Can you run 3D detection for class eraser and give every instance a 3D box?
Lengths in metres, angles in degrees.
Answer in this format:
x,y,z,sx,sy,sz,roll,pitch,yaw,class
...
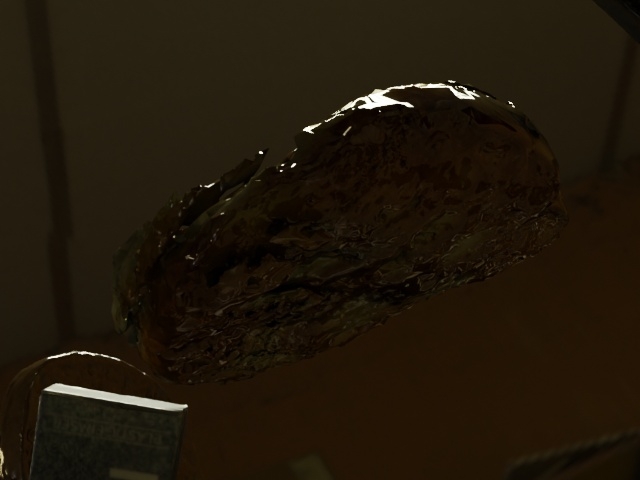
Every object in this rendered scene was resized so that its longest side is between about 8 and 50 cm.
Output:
x,y,z,sx,sy,sz,roll,pitch,yaw,class
-0.146,0.201,1.034,0.091,0.046,0.213,10,-85,1,eraser

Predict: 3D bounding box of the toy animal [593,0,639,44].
x,y,z,sx,sy,sz,roll,pitch,yaw,class
0.241,-0.217,0.988,0.210,0.121,0.117,-44,-14,-15,toy animal

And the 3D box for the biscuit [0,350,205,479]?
x,y,z,sx,sy,sz,roll,pitch,yaw,class
-0.215,0.286,1.543,0.063,0.367,0.314,-22,-22,33,biscuit

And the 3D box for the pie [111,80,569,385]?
x,y,z,sx,sy,sz,roll,pitch,yaw,class
0.001,0.001,0.997,0.308,0.085,0.308,-20,-19,-7,pie
